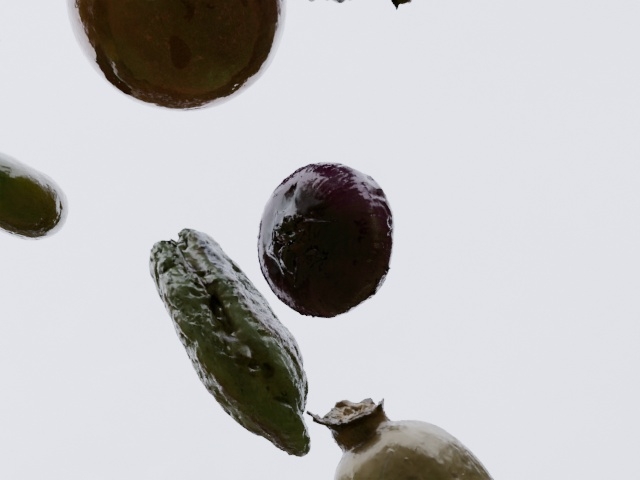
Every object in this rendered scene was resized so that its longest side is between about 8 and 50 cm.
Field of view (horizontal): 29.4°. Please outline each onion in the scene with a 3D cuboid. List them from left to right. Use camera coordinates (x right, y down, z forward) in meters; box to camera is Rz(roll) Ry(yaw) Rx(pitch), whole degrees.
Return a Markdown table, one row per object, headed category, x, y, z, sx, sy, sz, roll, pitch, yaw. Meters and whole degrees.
| category | x | y | z | sx | sy | sz | roll | pitch | yaw |
| --- | --- | --- | --- | --- | --- | --- | --- | --- | --- |
| onion | 0.000 | 0.000 | 0.882 | 0.115 | 0.115 | 0.104 | -50 | -26 | 17 |

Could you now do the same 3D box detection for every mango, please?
| category | x | y | z | sx | sy | sz | roll | pitch | yaw |
| --- | --- | --- | --- | --- | --- | --- | --- | --- | --- |
| mango | -0.370 | -0.055 | 1.419 | 0.137 | 0.237 | 0.091 | 21 | -92 | 6 |

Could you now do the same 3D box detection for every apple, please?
| category | x | y | z | sx | sy | sz | roll | pitch | yaw |
| --- | --- | --- | --- | --- | --- | --- | --- | --- | --- |
| apple | -0.149 | -0.265 | 1.264 | 0.253 | 0.253 | 0.253 | -12 | -51 | -15 |

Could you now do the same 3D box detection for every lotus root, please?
| category | x | y | z | sx | sy | sz | roll | pitch | yaw |
| --- | --- | --- | --- | --- | --- | --- | --- | --- | --- |
| lotus root | 0.051 | 0.129 | 0.556 | 0.073 | 0.150 | 0.062 | -33 | -6 | -32 |

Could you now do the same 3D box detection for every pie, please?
| category | x | y | z | sx | sy | sz | roll | pitch | yaw |
| --- | --- | --- | --- | --- | --- | --- | --- | --- | --- |
| pie | -0.079 | 0.083 | 1.092 | 0.090 | 0.248 | 0.201 | -33 | -43 | -6 |

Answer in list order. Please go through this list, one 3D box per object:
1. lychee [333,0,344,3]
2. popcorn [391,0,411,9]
| category | x | y | z | sx | sy | sz | roll | pitch | yaw |
| --- | --- | --- | --- | --- | --- | --- | --- | --- | --- |
| lychee | -0.005 | -0.334 | 1.009 | 0.276 | 0.304 | 0.275 | -15 | -67 | -39 |
| popcorn | 0.086 | -0.271 | 1.228 | 0.084 | 0.084 | 0.084 | -12 | -51 | -15 |
